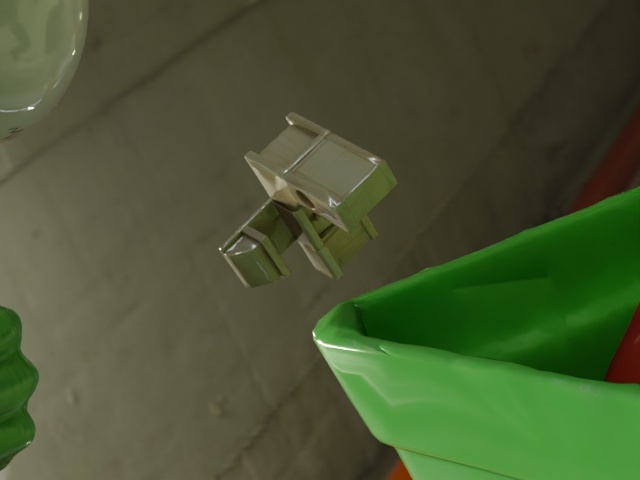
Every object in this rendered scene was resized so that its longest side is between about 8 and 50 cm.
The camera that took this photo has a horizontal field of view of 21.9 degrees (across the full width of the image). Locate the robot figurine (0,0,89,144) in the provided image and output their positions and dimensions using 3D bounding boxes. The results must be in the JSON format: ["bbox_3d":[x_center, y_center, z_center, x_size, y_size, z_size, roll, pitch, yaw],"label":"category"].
[{"bbox_3d":[-0.263,-0.137,0.882,0.209,0.278,0.174,-111,26,-56],"label":"robot figurine"}]

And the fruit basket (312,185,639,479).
[{"bbox_3d":[0.204,-0.042,0.410,0.392,0.283,0.392,-2,-86,-31],"label":"fruit basket"}]

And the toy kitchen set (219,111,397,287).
[{"bbox_3d":[0.000,0.000,0.782,0.068,0.075,0.083,-45,-48,-13],"label":"toy kitchen set"}]

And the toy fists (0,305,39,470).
[{"bbox_3d":[-0.290,0.036,1.070,0.279,0.142,0.096,57,-148,2],"label":"toy fists"}]
